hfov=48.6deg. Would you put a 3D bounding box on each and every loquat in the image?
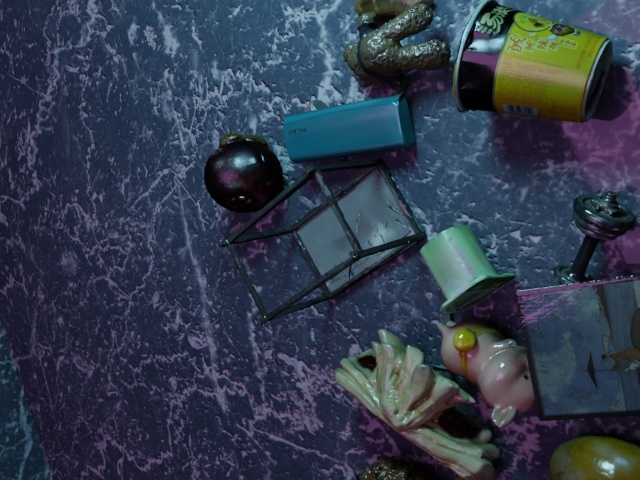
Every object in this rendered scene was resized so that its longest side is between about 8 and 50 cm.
[{"bbox_3d":[0.533,0.450,1.313,0.227,0.179,0.179,6,103,47],"label":"loquat"}]

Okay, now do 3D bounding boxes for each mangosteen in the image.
[{"bbox_3d":[-0.192,-0.168,1.775,0.210,0.210,0.210,9,104,38],"label":"mangosteen"}]

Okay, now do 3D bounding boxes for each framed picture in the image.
[{"bbox_3d":[0.547,0.194,1.280,0.347,0.016,0.265,-9,97,24],"label":"framed picture"}]

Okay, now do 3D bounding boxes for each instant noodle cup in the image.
[{"bbox_3d":[0.383,-0.309,1.278,0.236,0.215,0.215,22,112,27],"label":"instant noodle cup"}]

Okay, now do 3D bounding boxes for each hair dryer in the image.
[{"bbox_3d":[0.007,-0.248,1.689,0.154,0.054,0.106,50,130,15],"label":"hair dryer"}]

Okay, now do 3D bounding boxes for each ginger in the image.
[{"bbox_3d":[0.149,-0.511,1.503,0.190,0.069,0.095,3,136,38],"label":"ginger"}]

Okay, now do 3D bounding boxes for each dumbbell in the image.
[{"bbox_3d":[0.491,0.023,1.314,0.110,0.110,0.254,33,125,30],"label":"dumbbell"}]

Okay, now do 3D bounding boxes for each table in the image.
[{"bbox_3d":[0.000,0.000,1.593,0.335,0.272,0.222,-37,74,38],"label":"table"}]

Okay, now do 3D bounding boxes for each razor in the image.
[{"bbox_3d":[0.277,0.196,1.558,0.068,0.037,0.191,1,97,44],"label":"razor"}]

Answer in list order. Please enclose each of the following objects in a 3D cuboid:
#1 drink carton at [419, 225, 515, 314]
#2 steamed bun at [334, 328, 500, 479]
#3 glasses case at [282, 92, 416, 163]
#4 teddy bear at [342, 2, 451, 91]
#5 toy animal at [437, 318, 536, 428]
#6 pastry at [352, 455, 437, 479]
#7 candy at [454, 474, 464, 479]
[{"bbox_3d":[0.287,0.057,1.464,0.144,0.146,0.142,-45,62,35],"label":"drink carton"},{"bbox_3d":[0.204,0.334,1.537,0.428,0.247,0.189,33,93,34],"label":"steamed bun"},{"bbox_3d":[0.057,-0.246,1.595,0.301,0.070,0.117,-5,110,34],"label":"glasses case"},{"bbox_3d":[0.137,-0.398,1.484,0.251,0.129,0.182,-14,98,53],"label":"teddy bear"},{"bbox_3d":[0.340,0.247,1.442,0.248,0.165,0.149,48,130,29],"label":"toy animal"},{"bbox_3d":[0.173,0.639,1.630,0.275,0.193,0.275,7,101,38],"label":"pastry"},{"bbox_3d":[0.307,0.512,1.604,0.035,0.035,0.123,-23,76,37],"label":"candy"}]
